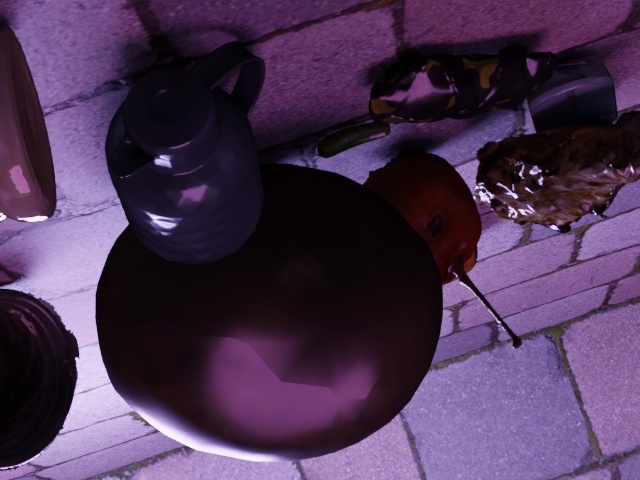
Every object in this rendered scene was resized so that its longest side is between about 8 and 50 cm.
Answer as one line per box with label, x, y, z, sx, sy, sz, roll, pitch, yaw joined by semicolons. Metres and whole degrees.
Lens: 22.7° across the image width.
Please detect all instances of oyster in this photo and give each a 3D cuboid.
oyster;0.290;-0.078;1.929;0.204;0.111;0.396;-6;169;-13

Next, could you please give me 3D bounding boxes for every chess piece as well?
chess piece;-0.373;-0.061;1.265;0.300;0.167;0.167;-13;166;-2

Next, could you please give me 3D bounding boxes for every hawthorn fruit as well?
hawthorn fruit;0.162;0.017;1.963;0.165;0.285;0.165;-39;168;-10

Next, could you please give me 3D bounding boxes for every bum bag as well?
bum bag;0.151;-0.166;1.695;0.233;0.060;0.106;-11;156;-33

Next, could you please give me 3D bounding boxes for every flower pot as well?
flower pot;-0.435;0.170;2.010;0.141;0.235;0.235;3;-176;42

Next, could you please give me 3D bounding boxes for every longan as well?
longan;-0.057;0.080;1.808;0.405;0.336;0.404;-1;166;0

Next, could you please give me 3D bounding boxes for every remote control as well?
remote control;0.301;-0.164;1.908;0.104;0.052;0.247;-19;167;7

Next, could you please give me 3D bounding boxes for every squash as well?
squash;0.037;-0.117;1.812;0.089;0.027;0.027;-21;167;-10

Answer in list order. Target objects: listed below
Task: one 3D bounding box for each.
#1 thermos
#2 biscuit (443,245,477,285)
thermos;-0.118;-0.089;1.508;0.182;0.145;0.286;-48;170;-13
biscuit;0.107;0.039;2.459;0.277;0.052;0.262;-19;162;9
